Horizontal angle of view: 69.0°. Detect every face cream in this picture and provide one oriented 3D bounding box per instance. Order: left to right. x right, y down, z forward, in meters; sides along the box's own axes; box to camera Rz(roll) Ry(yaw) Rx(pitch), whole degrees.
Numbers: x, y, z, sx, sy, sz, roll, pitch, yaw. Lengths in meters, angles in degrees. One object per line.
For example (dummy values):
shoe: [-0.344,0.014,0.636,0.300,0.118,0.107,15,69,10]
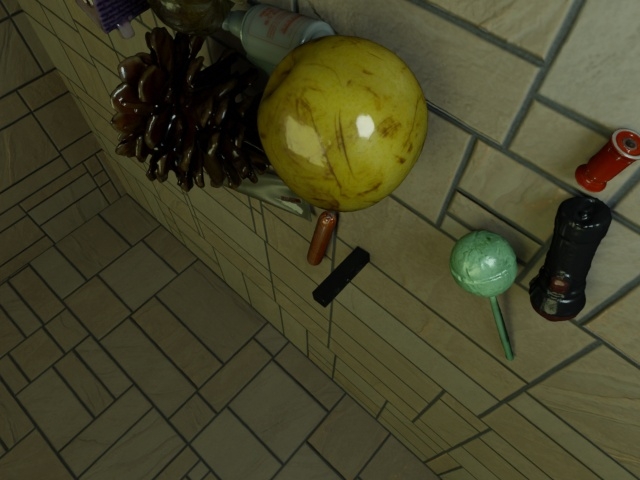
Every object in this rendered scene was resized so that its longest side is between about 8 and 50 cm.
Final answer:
face cream: [-0.166,-0.160,1.398,0.341,0.084,0.137,22,138,32]
face cream: [-0.093,-0.383,0.867,0.252,0.101,0.101,33,154,30]

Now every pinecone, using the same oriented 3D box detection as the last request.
pinecone: [-0.241,-0.274,1.041,0.384,0.384,0.384,38,156,21]

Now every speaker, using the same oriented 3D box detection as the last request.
speaker: [0.057,0.097,1.268,0.046,0.191,0.040,33,155,28]

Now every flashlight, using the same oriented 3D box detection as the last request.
flashlight: [0.389,0.035,0.731,0.093,0.093,0.232,31,152,33]

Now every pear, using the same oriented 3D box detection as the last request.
pear: [0.033,-0.186,0.755,0.281,0.281,0.280,38,156,21]

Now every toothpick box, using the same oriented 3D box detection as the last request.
toothpick box: [0.368,-0.100,0.596,0.047,0.047,0.083,42,157,12]

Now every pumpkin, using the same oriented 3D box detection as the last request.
pumpkin: [-0.206,-0.458,0.813,0.162,0.218,0.219,27,158,-7]

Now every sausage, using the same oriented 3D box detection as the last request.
sausage: [0.000,0.000,1.387,0.053,0.053,0.347,42,156,11]

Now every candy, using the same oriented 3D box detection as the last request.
candy: [0.362,0.143,0.960,0.119,0.119,0.439,23,154,44]

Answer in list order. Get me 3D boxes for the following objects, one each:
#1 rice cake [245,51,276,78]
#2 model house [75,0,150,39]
rice cake: [-0.070,-0.342,0.969,0.221,0.042,0.080,47,153,3]
model house: [-0.368,-0.543,0.919,0.202,0.237,0.237,19,148,40]
